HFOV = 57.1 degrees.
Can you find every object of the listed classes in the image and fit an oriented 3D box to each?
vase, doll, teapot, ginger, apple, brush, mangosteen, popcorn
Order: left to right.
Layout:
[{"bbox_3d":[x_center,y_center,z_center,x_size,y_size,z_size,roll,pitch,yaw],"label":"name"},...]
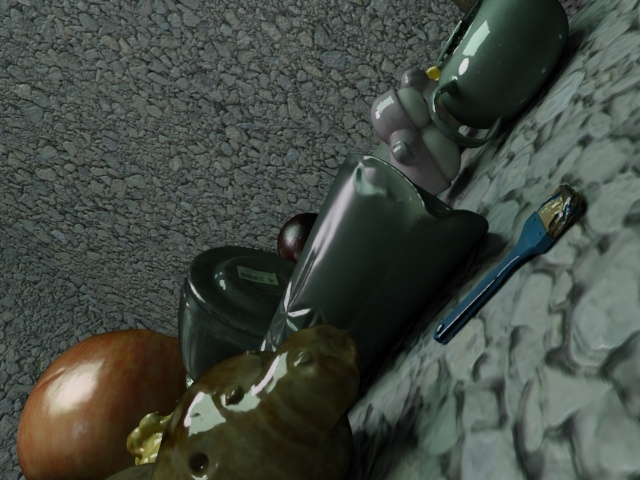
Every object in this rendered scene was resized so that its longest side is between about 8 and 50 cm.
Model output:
[{"bbox_3d":[-0.398,0.364,1.224,0.391,0.392,0.346,131,153,-51],"label":"apple"},{"bbox_3d":[-0.216,0.338,0.908,0.180,0.180,0.170,132,143,-59],"label":"popcorn"},{"bbox_3d":[-0.092,0.219,0.486,0.375,0.176,0.256,-54,-11,6],"label":"ginger"},{"bbox_3d":[-0.117,0.141,0.981,0.321,0.240,0.239,-76,8,-65],"label":"teapot"},{"bbox_3d":[-0.006,0.009,1.292,0.184,0.172,0.172,-17,32,50],"label":"mangosteen"},{"bbox_3d":[0.031,0.056,0.630,0.300,0.156,0.251,-60,6,17],"label":"vase"},{"bbox_3d":[0.155,-0.172,0.879,0.094,0.160,0.365,-24,15,25],"label":"doll"},{"bbox_3d":[0.231,-0.247,0.782,0.294,0.130,0.193,-61,3,-21],"label":"teapot"},{"bbox_3d":[0.142,0.024,0.464,0.164,0.014,0.051,-54,3,23],"label":"brush"}]

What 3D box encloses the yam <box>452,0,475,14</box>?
[{"bbox_3d":[0.310,-0.522,1.133,0.168,0.304,0.168,-44,6,5],"label":"yam"}]
